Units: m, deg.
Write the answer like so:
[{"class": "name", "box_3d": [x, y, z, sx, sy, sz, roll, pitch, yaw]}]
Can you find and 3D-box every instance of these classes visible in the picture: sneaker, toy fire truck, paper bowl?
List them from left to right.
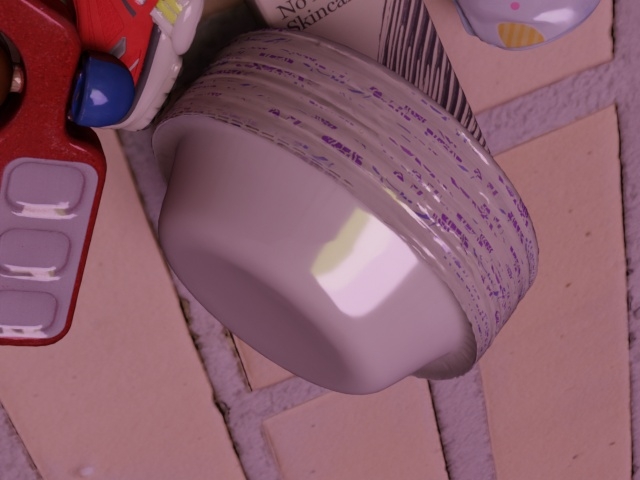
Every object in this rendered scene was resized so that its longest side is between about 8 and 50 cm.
[{"class": "toy fire truck", "box_3d": [-0.258, -0.062, 0.773, 0.254, 0.169, 0.302, 5, 123, -25]}, {"class": "sneaker", "box_3d": [-0.126, -0.197, 0.788, 0.118, 0.107, 0.279, 12, 118, -23]}, {"class": "paper bowl", "box_3d": [0.000, 0.000, 0.855, 0.148, 0.284, 0.284, -53, 136, -21]}]

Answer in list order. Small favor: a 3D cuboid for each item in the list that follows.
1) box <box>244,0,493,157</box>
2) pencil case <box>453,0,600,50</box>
[{"class": "box", "box_3d": [0.031, -0.138, 0.909, 0.113, 0.094, 0.275, -33, 132, 1]}, {"class": "pencil case", "box_3d": [0.107, -0.256, 0.841, 0.124, 0.113, 0.273, -45, 132, -1]}]
